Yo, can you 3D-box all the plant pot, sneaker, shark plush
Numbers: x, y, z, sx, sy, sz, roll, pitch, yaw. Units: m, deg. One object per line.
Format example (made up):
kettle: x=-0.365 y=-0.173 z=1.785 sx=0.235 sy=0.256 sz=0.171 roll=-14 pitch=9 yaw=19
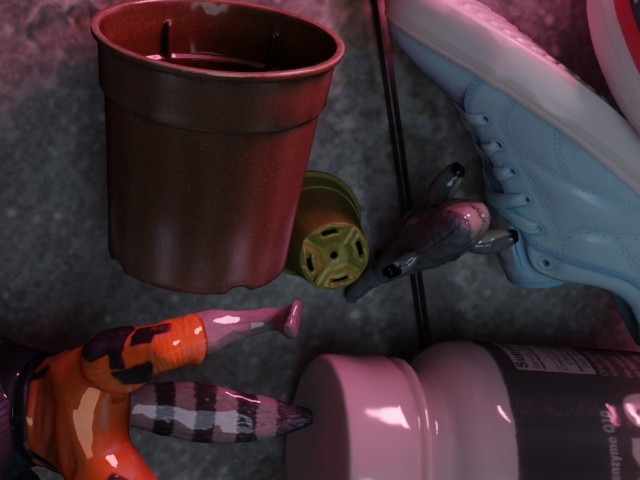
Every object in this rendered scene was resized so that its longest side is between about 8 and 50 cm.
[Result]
plant pot: x=0.000 y=0.000 z=1.053 sx=0.083 sy=0.079 sz=0.083 roll=-5 pitch=110 yaw=-13
plant pot: x=-0.076 y=-0.063 z=0.977 sx=0.167 sy=0.167 sz=0.165 roll=0 pitch=116 yaw=-15
sneaker: x=0.166 y=-0.040 z=1.059 sx=0.366 sy=0.135 sz=0.150 roll=37 pitch=100 yaw=-18
shark plush: x=0.064 y=0.002 z=1.051 sx=0.073 sy=0.161 sz=0.067 roll=58 pitch=45 yaw=-14

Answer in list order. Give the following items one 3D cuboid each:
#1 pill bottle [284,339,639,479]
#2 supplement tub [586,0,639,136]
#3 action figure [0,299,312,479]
pill bottle: x=0.167 y=0.180 z=1.090 sx=0.361 sy=0.204 sz=0.204 roll=4 pitch=107 yaw=-16
supplement tub: x=0.333 y=-0.170 z=0.952 sx=0.272 sy=0.191 sz=0.191 roll=-27 pitch=120 yaw=39
action figure: x=-0.183 y=0.166 z=0.999 sx=0.330 sy=0.178 sz=0.341 roll=6 pitch=108 yaw=9
